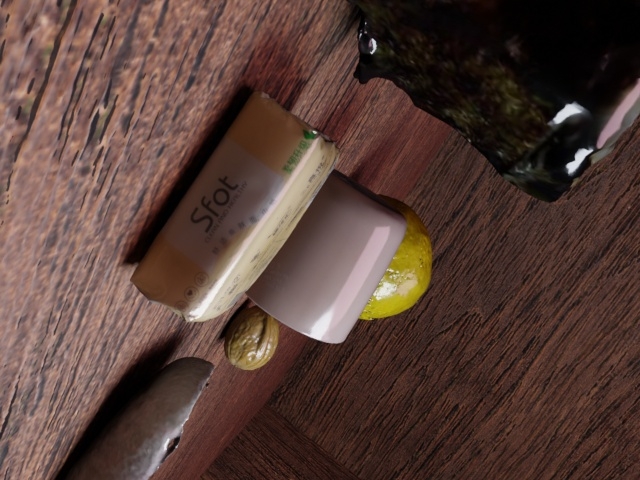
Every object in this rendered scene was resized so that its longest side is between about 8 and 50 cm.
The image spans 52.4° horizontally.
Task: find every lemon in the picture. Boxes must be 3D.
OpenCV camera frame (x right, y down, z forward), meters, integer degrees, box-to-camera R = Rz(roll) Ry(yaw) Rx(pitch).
[{"bbox_3d":[0.108,0.032,1.344,0.258,0.257,0.310,-55,176,11],"label":"lemon"}]

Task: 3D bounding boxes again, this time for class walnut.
[{"bbox_3d":[-0.126,0.176,1.191,0.125,0.105,0.105,-65,172,-2],"label":"walnut"}]

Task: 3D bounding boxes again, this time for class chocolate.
[{"bbox_3d":[-0.261,0.289,0.887,0.303,0.100,0.185,-52,-178,9],"label":"chocolate"}]

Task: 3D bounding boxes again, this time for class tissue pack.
[{"bbox_3d":[-0.076,-0.029,0.656,0.222,0.090,0.186,-54,174,8],"label":"tissue pack"}]

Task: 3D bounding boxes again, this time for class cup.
[{"bbox_3d":[0.000,0.000,0.960,0.200,0.191,0.253,-58,-159,9],"label":"cup"}]

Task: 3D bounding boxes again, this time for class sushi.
[{"bbox_3d":[0.205,-0.239,0.656,0.299,0.294,0.281,-51,168,-27],"label":"sushi"}]
